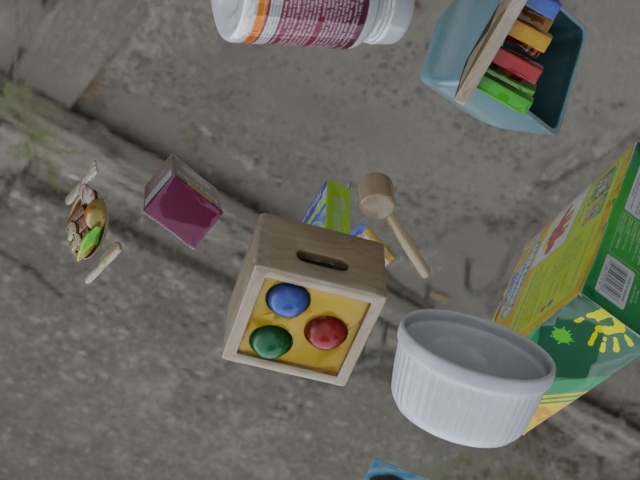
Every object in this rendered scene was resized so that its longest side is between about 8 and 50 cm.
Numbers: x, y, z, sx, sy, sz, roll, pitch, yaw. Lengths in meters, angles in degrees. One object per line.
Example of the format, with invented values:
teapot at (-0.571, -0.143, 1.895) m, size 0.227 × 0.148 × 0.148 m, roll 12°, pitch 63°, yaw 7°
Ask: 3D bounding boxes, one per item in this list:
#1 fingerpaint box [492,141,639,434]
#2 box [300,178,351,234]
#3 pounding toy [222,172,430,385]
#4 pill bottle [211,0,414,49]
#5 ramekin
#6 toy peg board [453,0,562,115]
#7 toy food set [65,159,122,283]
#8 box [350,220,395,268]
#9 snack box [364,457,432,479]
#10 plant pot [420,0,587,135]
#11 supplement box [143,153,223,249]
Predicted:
fingerpaint box at (0.485, 0.090, 1.811) m, size 0.163 × 0.445 × 0.371 m, roll 36°, pitch 137°, yaw -2°
box at (0.000, 0.000, 1.306) m, size 0.042 × 0.178 × 0.109 m, roll 24°, pitch 124°, yaw -15°
pounding toy at (0.021, 0.040, 0.930) m, size 0.181 × 0.094 × 0.206 m, roll 15°, pitch 127°, yaw -10°
pill bottle at (-0.014, -0.522, 2.075) m, size 0.392 × 0.224 × 0.224 m, roll -2°, pitch 156°, yaw -26°
ramekin at (0.190, 0.180, 1.270) m, size 0.207 × 0.207 × 0.109 m, roll 13°, pitch 107°, yaw -4°
toy peg board at (0.228, -0.228, 1.088) m, size 0.079 × 0.161 × 0.160 m, roll 28°, pitch 119°, yaw -1°
toy food set at (-0.407, -0.032, 1.682) m, size 0.038 × 0.192 × 0.132 m, roll 9°, pitch 139°, yaw -44°
box at (0.043, 0.042, 1.562) m, size 0.081 × 0.136 × 0.028 m, roll 50°, pitch 174°, yaw 11°
snack box at (0.202, 0.515, 1.658) m, size 0.322 × 0.187 × 0.060 m, roll 16°, pitch 150°, yaw 23°
plant pot at (0.353, -0.373, 2.019) m, size 0.247 × 0.248 × 0.252 m, roll 26°, pitch 167°, yaw -40°
supplement box at (-0.229, -0.068, 1.622) m, size 0.104 × 0.081 × 0.188 m, roll 39°, pitch -174°, yaw -17°
